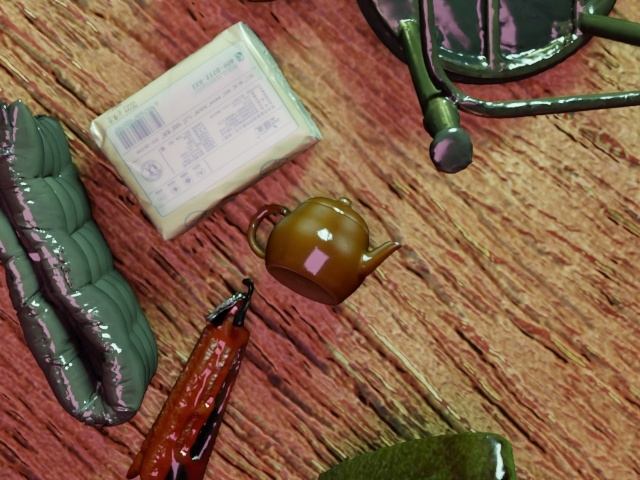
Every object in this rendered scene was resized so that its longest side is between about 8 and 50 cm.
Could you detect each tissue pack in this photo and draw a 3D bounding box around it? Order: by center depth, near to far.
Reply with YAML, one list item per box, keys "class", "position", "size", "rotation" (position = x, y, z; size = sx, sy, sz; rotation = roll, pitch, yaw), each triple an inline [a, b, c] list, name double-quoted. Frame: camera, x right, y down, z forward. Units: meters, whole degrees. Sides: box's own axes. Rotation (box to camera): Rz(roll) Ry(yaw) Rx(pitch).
- class: "tissue pack"
  position: [-0.116, -0.113, 1.095]
  size: [0.196, 0.092, 0.148]
  rotation: [-33, 95, 7]

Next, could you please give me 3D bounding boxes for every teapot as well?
- class: "teapot"
  position: [0.000, 0.000, 1.106]
  size: [0.173, 0.116, 0.116]
  rotation: [18, 99, 27]

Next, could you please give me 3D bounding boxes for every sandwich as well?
- class: "sandwich"
  position: [0.172, 0.292, 1.113]
  size: [0.301, 0.162, 0.250]
  rotation: [40, 134, -20]

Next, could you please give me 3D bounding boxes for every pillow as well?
- class: "pillow"
  position: [-0.260, 0.019, 1.050]
  size: [0.101, 0.228, 0.326]
  rotation: [-21, 95, -1]

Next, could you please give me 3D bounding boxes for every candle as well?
- class: "candle"
  position: [-0.132, 0.179, 1.153]
  size: [0.084, 0.059, 0.301]
  rotation: [23, 100, -13]

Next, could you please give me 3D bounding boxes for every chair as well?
- class: "chair"
  position: [0.199, -0.279, 0.878]
  size: [0.362, 0.410, 0.364]
  rotation: [-7, 102, -9]

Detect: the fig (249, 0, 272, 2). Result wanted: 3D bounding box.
- class: "fig"
  position: [-0.068, -0.322, 1.032]
  size: [0.149, 0.202, 0.148]
  rotation: [22, 84, 34]
